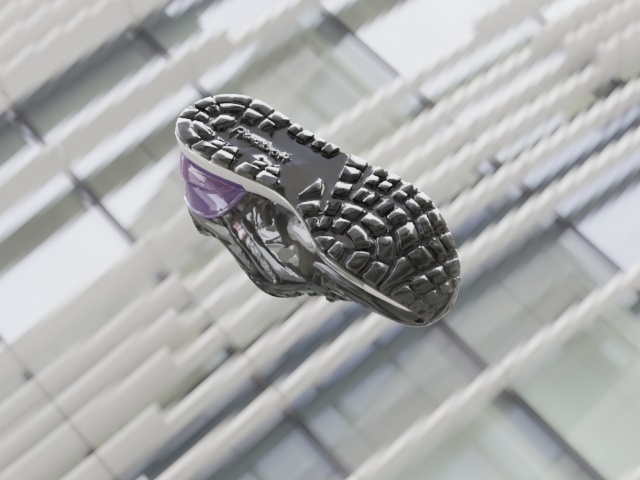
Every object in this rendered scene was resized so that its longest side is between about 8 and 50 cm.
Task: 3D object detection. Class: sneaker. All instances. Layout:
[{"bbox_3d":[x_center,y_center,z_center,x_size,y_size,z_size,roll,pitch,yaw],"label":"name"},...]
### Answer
[{"bbox_3d":[0.000,0.000,1.532,0.107,0.283,0.124,-29,-40,-32],"label":"sneaker"}]
